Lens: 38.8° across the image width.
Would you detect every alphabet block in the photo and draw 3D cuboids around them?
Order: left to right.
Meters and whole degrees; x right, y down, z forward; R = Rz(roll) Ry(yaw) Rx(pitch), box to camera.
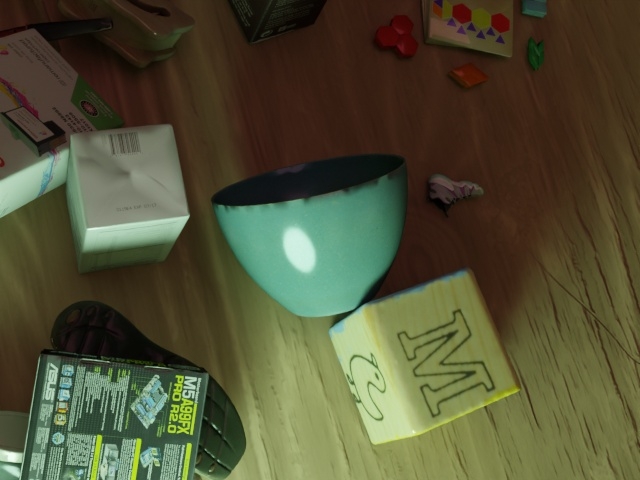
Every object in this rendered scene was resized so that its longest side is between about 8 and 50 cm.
[{"bbox_3d":[0.152,0.177,1.373,0.193,0.192,0.197,-18,79,-19],"label":"alphabet block"}]

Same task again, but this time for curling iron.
[{"bbox_3d":[-0.449,-0.323,1.367,0.273,0.035,0.068,1,101,5],"label":"curling iron"}]

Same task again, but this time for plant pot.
[{"bbox_3d":[0.000,0.000,1.353,0.290,0.290,0.196,-17,104,-21],"label":"plant pot"}]

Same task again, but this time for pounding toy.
[{"bbox_3d":[-0.350,-0.374,1.447,0.269,0.155,0.154,36,38,-14],"label":"pounding toy"}]

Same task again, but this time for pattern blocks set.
[{"bbox_3d":[0.268,-0.412,1.671,0.324,0.026,0.286,17,70,-12],"label":"pattern blocks set"}]

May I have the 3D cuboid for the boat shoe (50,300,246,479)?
[{"bbox_3d":[-0.244,0.210,1.280,0.324,0.120,0.123,45,59,-10],"label":"boat shoe"}]

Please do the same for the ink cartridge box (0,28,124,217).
[{"bbox_3d":[-0.443,-0.160,1.260,0.201,0.117,0.278,46,34,0],"label":"ink cartridge box"}]

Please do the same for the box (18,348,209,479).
[{"bbox_3d":[-0.270,0.287,1.164,0.216,0.060,0.270,8,87,-16],"label":"box"}]

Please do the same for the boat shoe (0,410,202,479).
[{"bbox_3d":[-0.322,0.322,1.250,0.319,0.116,0.099,18,113,-18],"label":"boat shoe"}]

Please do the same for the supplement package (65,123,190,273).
[{"bbox_3d":[-0.279,-0.052,1.276,0.139,0.244,0.134,-8,77,-20],"label":"supplement package"}]

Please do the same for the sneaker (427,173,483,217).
[{"bbox_3d":[0.228,-0.070,1.553,0.098,0.038,0.069,12,72,-4],"label":"sneaker"}]

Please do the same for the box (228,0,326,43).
[{"bbox_3d":[-0.050,-0.492,1.403,0.143,0.381,0.191,-23,82,-22],"label":"box"}]
